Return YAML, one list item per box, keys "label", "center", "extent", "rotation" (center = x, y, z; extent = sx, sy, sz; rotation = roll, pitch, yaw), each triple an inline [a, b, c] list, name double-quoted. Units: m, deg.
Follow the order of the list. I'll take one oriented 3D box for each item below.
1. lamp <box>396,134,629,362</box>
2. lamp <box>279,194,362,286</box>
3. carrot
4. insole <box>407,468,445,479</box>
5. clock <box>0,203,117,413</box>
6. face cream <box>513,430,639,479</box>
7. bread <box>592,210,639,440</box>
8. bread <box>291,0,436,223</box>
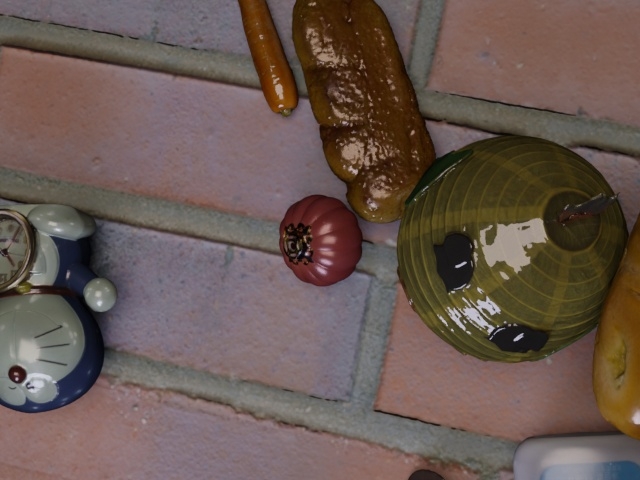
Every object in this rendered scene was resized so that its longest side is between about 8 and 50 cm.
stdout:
- label: "lamp"
  center: [0.215, 0.004, 1.207]
  extent: [0.250, 0.284, 0.250]
  rotation: [6, 73, -22]
- label: "lamp"
  center: [0.000, 0.000, 1.340]
  extent: [0.107, 0.092, 0.107]
  rotation: [14, 109, 44]
- label: "carrot"
  center: [-0.076, -0.266, 1.405]
  extent: [0.043, 0.043, 0.247]
  rotation: [-20, 80, 8]
- label: "insole"
  center: [0.176, 0.409, 1.288]
  extent: [0.111, 0.007, 0.327]
  rotation: [-33, 75, 41]
- label: "clock"
  center: [-0.331, 0.082, 1.368]
  extent: [0.200, 0.146, 0.243]
  rotation: [-3, 80, 15]
- label: "face cream"
  center: [0.299, 0.380, 1.258]
  extent: [0.163, 0.080, 0.336]
  rotation: [-3, 84, 3]
- label: "bread"
  center: [0.421, 0.076, 1.175]
  extent: [0.337, 0.148, 0.328]
  rotation: [21, 94, -32]
- label: "bread"
  center: [0.037, -0.184, 1.356]
  extent: [0.124, 0.084, 0.344]
  rotation: [-17, 81, -14]
